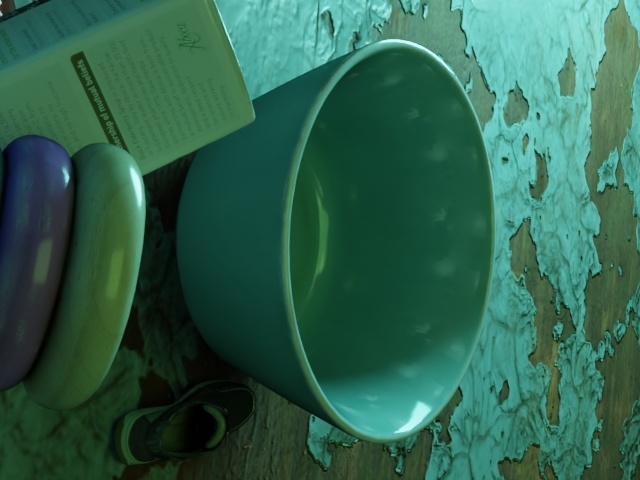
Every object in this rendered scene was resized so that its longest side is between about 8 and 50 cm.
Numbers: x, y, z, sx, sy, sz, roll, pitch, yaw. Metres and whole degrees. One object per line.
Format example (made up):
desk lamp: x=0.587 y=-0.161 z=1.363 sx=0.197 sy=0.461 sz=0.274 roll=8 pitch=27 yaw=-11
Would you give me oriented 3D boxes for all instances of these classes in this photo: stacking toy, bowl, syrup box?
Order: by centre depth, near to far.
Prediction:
stacking toy: x=-0.259 y=-0.011 z=0.626 sx=0.330 sy=0.141 sz=0.141 roll=12 pitch=80 yaw=-21
syrup box: x=-0.169 y=-0.073 z=0.759 sx=0.237 sy=0.093 sz=0.096 roll=-26 pitch=121 yaw=-10
bowl: x=0.000 y=0.000 z=1.054 sx=0.311 sy=0.163 sz=0.311 roll=-3 pitch=94 yaw=-55

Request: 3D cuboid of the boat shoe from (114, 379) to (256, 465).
boat shoe: x=-0.094 y=0.146 z=1.025 sx=0.152 sy=0.049 sz=0.056 roll=-17 pitch=106 yaw=-54

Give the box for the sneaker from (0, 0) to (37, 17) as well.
sneaker: x=-0.241 y=-0.147 z=0.797 sx=0.128 sy=0.087 sz=0.221 roll=-8 pitch=101 yaw=-36
